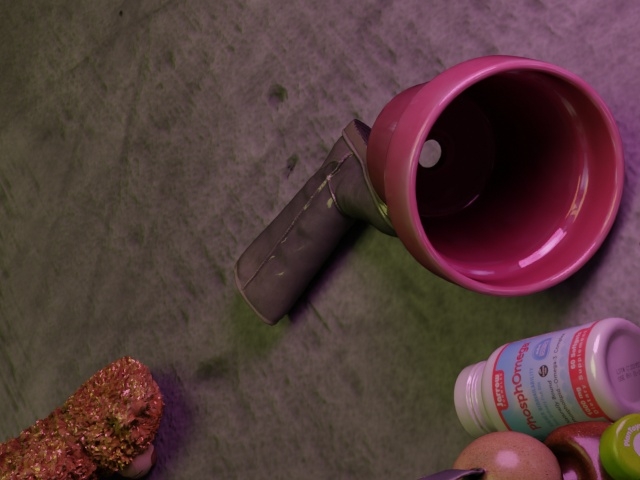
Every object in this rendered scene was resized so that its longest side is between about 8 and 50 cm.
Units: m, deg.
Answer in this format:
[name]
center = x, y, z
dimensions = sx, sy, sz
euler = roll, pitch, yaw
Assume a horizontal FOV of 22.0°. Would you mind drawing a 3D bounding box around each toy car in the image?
[toy car]
center = 0.148, 0.203, 1.232
dimensions = 0.155, 0.188, 0.149
euler = 125, 149, -62

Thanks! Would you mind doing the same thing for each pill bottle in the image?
[pill bottle]
center = 0.189, 0.119, 1.339
dimensions = 0.160, 0.087, 0.087
euler = -20, 60, 43

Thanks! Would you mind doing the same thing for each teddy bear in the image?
[teddy bear]
center = -0.301, 0.265, 1.748
dimensions = 0.113, 0.338, 0.245
euler = 52, 155, 10

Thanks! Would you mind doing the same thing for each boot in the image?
[boot]
center = 0.002, 0.002, 1.618
dimensions = 0.208, 0.076, 0.189
euler = -46, 29, 16

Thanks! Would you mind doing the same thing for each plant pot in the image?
[plant pot]
center = 0.132, -0.065, 1.421
dimensions = 0.201, 0.201, 0.180
euler = -67, 23, 2
